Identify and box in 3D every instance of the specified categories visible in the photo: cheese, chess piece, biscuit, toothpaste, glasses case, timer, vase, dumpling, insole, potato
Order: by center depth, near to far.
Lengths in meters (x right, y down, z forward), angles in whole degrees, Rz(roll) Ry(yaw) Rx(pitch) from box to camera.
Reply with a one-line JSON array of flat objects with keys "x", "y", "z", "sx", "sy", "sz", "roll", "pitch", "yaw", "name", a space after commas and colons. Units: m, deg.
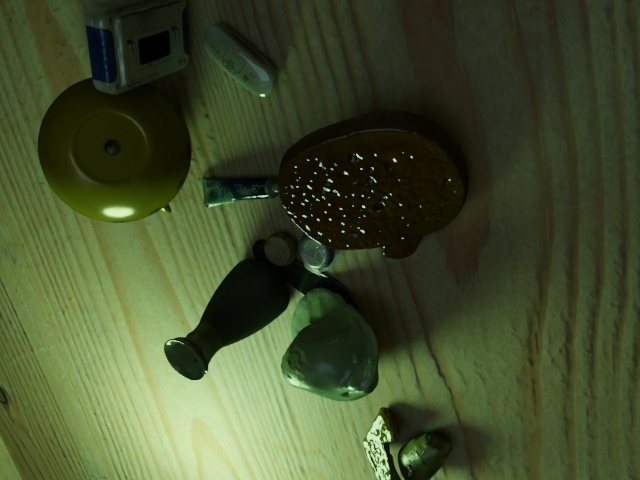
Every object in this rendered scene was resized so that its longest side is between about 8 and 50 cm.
[{"x": 0.109, "y": -0.101, "z": 1.346, "sx": 0.394, "sy": 0.070, "sz": 0.350, "roll": -9, "pitch": 131, "yaw": 27, "name": "biscuit"}, {"x": -0.372, "y": -0.420, "z": 1.395, "sx": 0.078, "sy": 0.253, "sz": 0.178, "roll": 19, "pitch": 127, "yaw": 23, "name": "timer"}, {"x": -0.171, "y": -0.385, "z": 1.417, "sx": 0.193, "sy": 0.049, "sz": 0.074, "roll": 41, "pitch": 131, "yaw": 5, "name": "glasses case"}, {"x": 0.000, "y": 0.000, "z": 1.537, "sx": 0.105, "sy": 0.042, "sz": 0.191, "roll": 29, "pitch": 128, "yaw": 16, "name": "cheese"}, {"x": -0.477, "y": -0.209, "z": 1.571, "sx": 0.376, "sy": 0.376, "sz": 0.387, "roll": 59, "pitch": 174, "yaw": -10, "name": "timer"}, {"x": 0.017, "y": 0.277, "z": 1.577, "sx": 0.320, "sy": 0.212, "sz": 0.270, "roll": -4, "pitch": 119, "yaw": 29, "name": "dumpling"}, {"x": -0.188, "y": -0.122, "z": 1.592, "sx": 0.268, "sy": 0.047, "sz": 0.069, "roll": 1, "pitch": 129, "yaw": 38, "name": "toothpaste"}, {"x": -0.096, "y": 0.021, "z": 1.610, "sx": 0.083, "sy": 0.038, "sz": 0.084, "roll": 11, "pitch": 114, "yaw": 26, "name": "chess piece"}, {"x": -0.229, "y": 0.195, "z": 1.614, "sx": 0.173, "sy": 0.321, "sz": 0.173, "roll": 21, "pitch": 132, "yaw": 25, "name": "vase"}, {"x": -0.041, "y": 0.093, "z": 1.641, "sx": 0.309, "sy": 0.012, "sz": 0.110, "roll": 34, "pitch": 132, "yaw": 12, "name": "insole"}, {"x": 0.258, "y": 0.545, "z": 1.661, "sx": 0.105, "sy": 0.085, "sz": 0.188, "roll": 42, "pitch": 127, "yaw": 7, "name": "potato"}, {"x": 0.170, "y": 0.538, "z": 1.694, "sx": 0.174, "sy": 0.039, "sz": 0.183, "roll": -119, "pitch": 35, "yaw": -44, "name": "biscuit"}]
